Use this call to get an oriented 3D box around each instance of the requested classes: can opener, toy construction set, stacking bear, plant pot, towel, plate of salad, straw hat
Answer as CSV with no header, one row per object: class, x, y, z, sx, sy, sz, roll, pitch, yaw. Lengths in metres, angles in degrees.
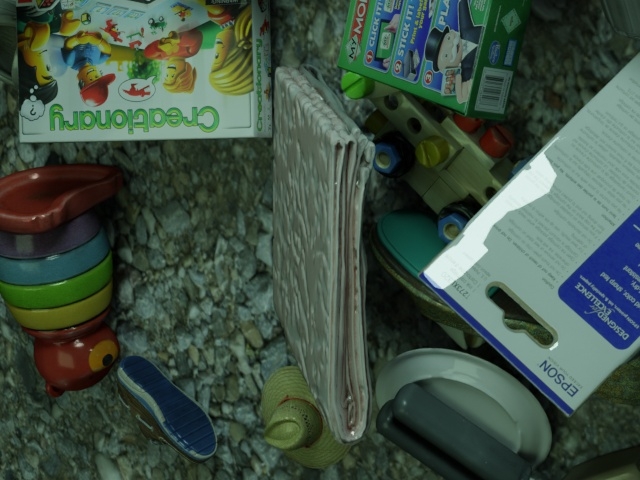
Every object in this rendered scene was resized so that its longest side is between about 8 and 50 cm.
can opener,0.178,0.267,1.442,0.283,0.095,0.076,35,137,-4
toy construction set,0.149,-0.114,1.342,0.327,0.151,0.215,56,131,22
stacking bear,-0.334,0.062,1.775,0.164,0.175,0.289,9,119,33
plant pot,0.307,0.265,1.379,0.096,0.109,0.109,-39,81,27
towel,0.000,0.000,1.428,0.332,0.053,0.317,-119,28,-67
plate of salad,0.156,0.184,1.484,0.200,0.048,0.199,16,135,17
straw hat,-0.034,0.223,1.653,0.144,0.061,0.144,14,115,33

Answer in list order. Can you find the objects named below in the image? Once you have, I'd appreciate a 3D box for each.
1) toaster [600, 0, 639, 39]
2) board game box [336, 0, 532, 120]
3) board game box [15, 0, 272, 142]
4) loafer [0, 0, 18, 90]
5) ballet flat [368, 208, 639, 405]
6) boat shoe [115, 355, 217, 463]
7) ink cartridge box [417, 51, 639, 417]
toaster,0.305,-0.240,1.118,0.227,0.129,0.146,6,153,24
board game box,0.115,-0.281,1.182,0.213,0.046,0.317,32,114,56
board game box,-0.204,-0.209,1.559,0.305,0.053,0.193,0,94,22
loafer,-0.330,-0.212,1.692,0.319,0.111,0.112,24,119,30
ballet flat,0.194,0.074,1.394,0.349,0.123,0.123,22,118,31
boat shoe,-0.201,0.230,1.791,0.183,0.066,0.066,46,134,29
ink cartridge box,0.272,-0.035,1.163,0.176,0.371,0.069,43,170,17
